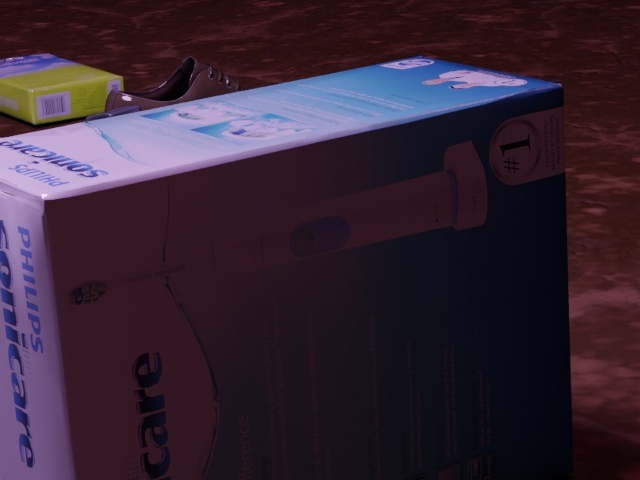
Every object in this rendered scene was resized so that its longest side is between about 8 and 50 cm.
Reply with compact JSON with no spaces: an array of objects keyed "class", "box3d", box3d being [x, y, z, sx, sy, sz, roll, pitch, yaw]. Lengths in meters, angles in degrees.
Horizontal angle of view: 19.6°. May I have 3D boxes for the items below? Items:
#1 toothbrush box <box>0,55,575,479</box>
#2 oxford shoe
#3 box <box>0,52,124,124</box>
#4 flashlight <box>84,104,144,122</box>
[{"class":"toothbrush box","box3d":[-0.024,0.041,0.924,0.296,0.216,0.126,-16,20,-32]},{"class":"oxford shoe","box3d":[-0.089,-0.122,1.702,0.227,0.096,0.083,-9,16,-25]},{"class":"box","box3d":[-0.295,-0.162,1.964,0.109,0.042,0.178,-13,19,-31]},{"class":"flashlight","box3d":[-0.222,-0.046,1.469,0.103,0.103,0.304,-27,3,28]}]
